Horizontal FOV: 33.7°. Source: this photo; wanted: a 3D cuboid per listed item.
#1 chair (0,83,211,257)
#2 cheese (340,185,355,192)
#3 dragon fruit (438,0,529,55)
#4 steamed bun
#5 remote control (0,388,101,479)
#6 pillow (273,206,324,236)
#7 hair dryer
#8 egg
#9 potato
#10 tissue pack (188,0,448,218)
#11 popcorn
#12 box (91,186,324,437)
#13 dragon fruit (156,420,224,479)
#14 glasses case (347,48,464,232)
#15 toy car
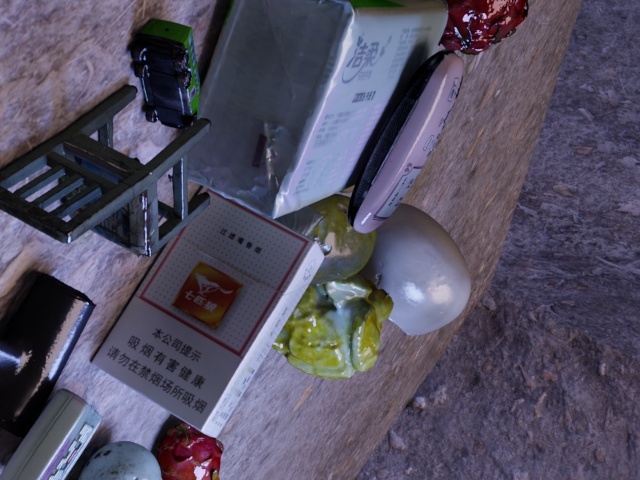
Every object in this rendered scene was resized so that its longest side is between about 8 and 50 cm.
[{"bbox_3d":[-0.258,-0.052,1.260,0.270,0.136,0.147,-48,156,-42],"label":"chair"},{"bbox_3d":[0.053,-0.154,1.983,0.137,0.064,0.227,-61,165,9],"label":"cheese"},{"bbox_3d":[0.295,-0.503,2.075,0.234,0.234,0.293,-50,136,-34],"label":"dragon fruit"},{"bbox_3d":[0.211,0.053,2.407,0.206,0.324,0.324,-38,167,14],"label":"steamed bun"},{"bbox_3d":[-0.361,0.281,1.438,0.145,0.050,0.344,-58,-179,-14],"label":"remote control"},{"bbox_3d":[-0.111,0.010,1.739,0.229,0.148,0.050,-54,148,-26],"label":"pillow"},{"bbox_3d":[-0.389,0.125,1.259,0.197,0.089,0.251,-61,156,-4],"label":"hair dryer"},{"bbox_3d":[-0.334,0.406,1.722,0.164,0.131,0.131,-56,162,3],"label":"egg"},{"bbox_3d":[-0.001,0.001,1.973,0.197,0.148,0.228,-39,147,14],"label":"potato"},{"bbox_3d":[-0.002,-0.237,1.589,0.405,0.205,0.331,-24,139,-62],"label":"tissue pack"},{"bbox_3d":[0.021,0.146,2.162,0.276,0.226,0.276,-5,90,-70],"label":"popcorn"},{"bbox_3d":[-0.168,0.104,1.615,0.330,0.210,0.095,-58,163,-11],"label":"box"},{"bbox_3d":[-0.245,0.417,1.983,0.136,0.133,0.165,-38,149,-66],"label":"dragon fruit"},{"bbox_3d":[0.132,-0.151,1.639,0.314,0.075,0.122,-62,163,13],"label":"glasses case"},{"bbox_3d":[-0.190,-0.207,1.343,0.165,0.071,0.062,89,19,-56],"label":"toy car"}]
